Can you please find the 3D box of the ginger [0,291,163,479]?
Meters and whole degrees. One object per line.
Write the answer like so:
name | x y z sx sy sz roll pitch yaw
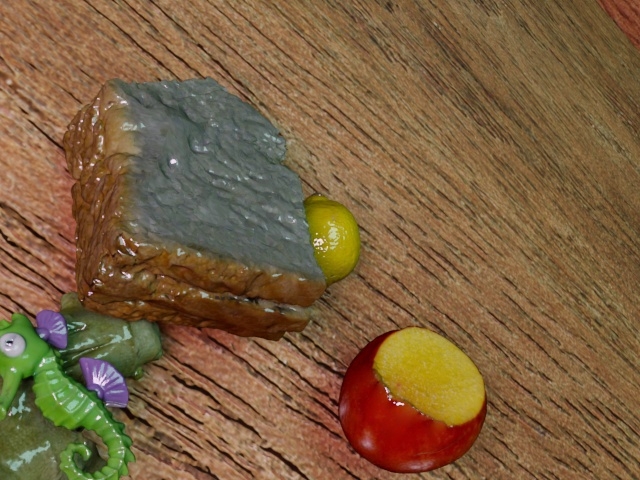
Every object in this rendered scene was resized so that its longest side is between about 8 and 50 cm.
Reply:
ginger | -0.254 0.164 0.751 0.137 0.089 0.290 24 47 -6

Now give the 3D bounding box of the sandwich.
sandwich | -0.145 -0.055 0.878 0.262 0.131 0.325 16 42 -36

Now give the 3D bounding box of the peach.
peach | 0.114 0.195 0.962 0.190 0.192 0.190 -1 64 2

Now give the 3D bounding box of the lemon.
lemon | 0.000 0.000 1.035 0.109 0.109 0.133 -4 85 -41

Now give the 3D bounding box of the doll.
doll | -0.236 0.139 0.688 0.190 0.050 0.115 45 42 0
